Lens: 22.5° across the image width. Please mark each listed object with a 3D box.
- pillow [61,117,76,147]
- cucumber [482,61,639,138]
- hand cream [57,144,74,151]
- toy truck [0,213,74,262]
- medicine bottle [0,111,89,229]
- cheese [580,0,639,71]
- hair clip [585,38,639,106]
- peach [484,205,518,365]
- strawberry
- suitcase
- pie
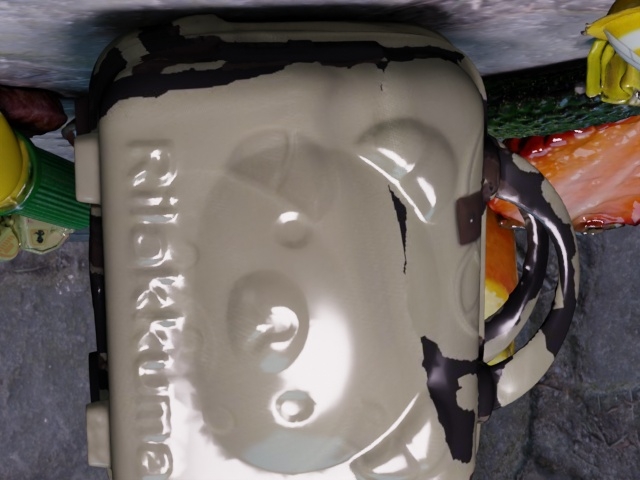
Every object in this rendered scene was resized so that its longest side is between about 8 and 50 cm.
[{"bbox_3d":[-0.129,-0.087,1.440,0.179,0.075,0.171,-5,179,2],"label":"pillow"},{"bbox_3d":[0.195,-0.117,1.337,0.058,0.058,0.187,0,176,-44],"label":"cucumber"},{"bbox_3d":[-0.170,-0.089,1.732,0.080,0.050,0.234,-4,172,41],"label":"hand cream"},{"bbox_3d":[-0.365,-0.032,1.907,0.191,0.116,0.085,-1,175,-35],"label":"toy truck"},{"bbox_3d":[-0.275,-0.061,1.278,0.111,0.076,0.309,-38,153,15],"label":"medicine bottle"},{"bbox_3d":[0.243,-0.134,0.927,0.177,0.069,0.270,-3,177,4],"label":"cheese"},{"bbox_3d":[0.277,-0.124,1.255,0.173,0.072,0.046,13,168,-42],"label":"hair clip"},{"bbox_3d":[0.000,0.000,1.581,0.380,0.242,0.306,-4,-140,2],"label":"peach"},{"bbox_3d":[0.248,-0.100,1.438,0.190,0.111,0.236,10,149,-24],"label":"strawberry"},{"bbox_3d":[0.007,0.022,1.097,0.339,0.351,0.194,-2,-164,-7],"label":"suitcase"},{"bbox_3d":[-0.292,-0.105,1.362,0.154,0.036,0.154,-4,176,0],"label":"pie"}]
